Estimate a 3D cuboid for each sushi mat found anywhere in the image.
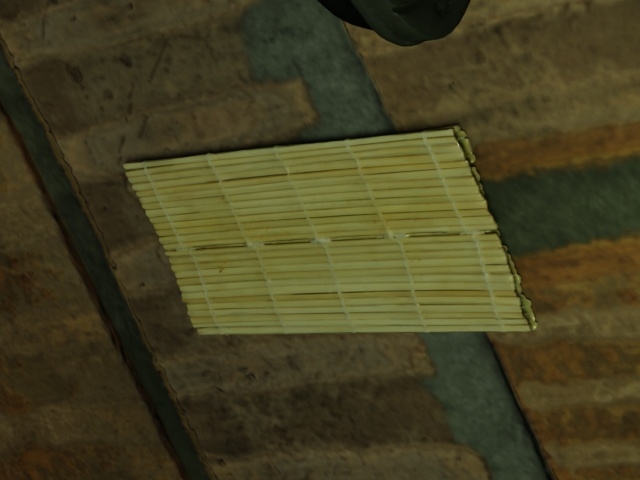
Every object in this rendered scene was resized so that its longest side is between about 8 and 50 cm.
[{"bbox_3d":[0.000,0.000,1.321,0.316,0.019,0.151,-3,115,42],"label":"sushi mat"}]

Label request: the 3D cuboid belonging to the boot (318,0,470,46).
[{"bbox_3d":[-0.078,-0.251,1.114,0.260,0.131,0.348,-11,116,44],"label":"boot"}]
